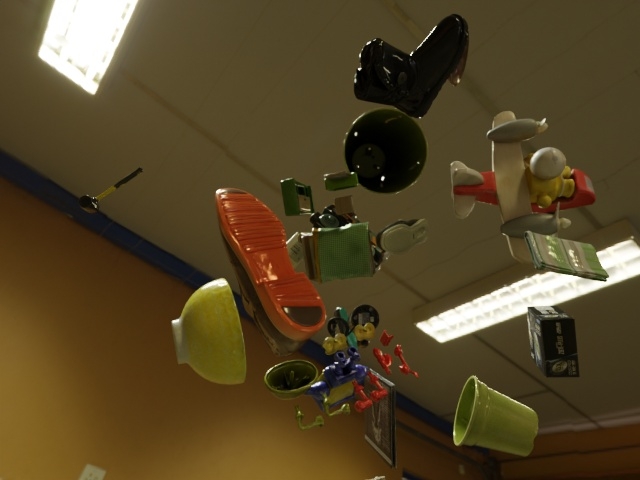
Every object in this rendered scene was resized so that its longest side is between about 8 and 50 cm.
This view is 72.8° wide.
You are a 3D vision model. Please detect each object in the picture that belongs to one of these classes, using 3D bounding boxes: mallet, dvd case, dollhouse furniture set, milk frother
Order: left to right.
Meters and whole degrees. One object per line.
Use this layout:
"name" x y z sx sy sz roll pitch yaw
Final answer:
"mallet" -0.575 -0.141 1.207 0.039 0.190 0.062 50 -21 3
"dollhouse furniture set" 0.027 -0.028 1.205 0.198 0.151 0.301 -9 -91 15
"milk frother" 0.097 0.260 1.352 0.143 0.129 0.134 19 -16 3
"dvd case" 0.163 0.483 1.202 0.018 0.221 0.164 -1 1 -20

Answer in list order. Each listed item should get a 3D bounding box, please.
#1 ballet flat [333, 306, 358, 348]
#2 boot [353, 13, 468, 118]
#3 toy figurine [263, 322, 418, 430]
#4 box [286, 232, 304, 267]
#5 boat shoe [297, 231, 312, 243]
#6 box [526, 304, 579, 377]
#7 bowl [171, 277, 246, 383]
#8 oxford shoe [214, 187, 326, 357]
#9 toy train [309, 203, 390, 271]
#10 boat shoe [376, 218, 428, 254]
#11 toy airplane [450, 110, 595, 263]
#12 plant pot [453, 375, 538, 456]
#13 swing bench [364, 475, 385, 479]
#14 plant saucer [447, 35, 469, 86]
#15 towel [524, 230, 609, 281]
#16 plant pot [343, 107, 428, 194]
"ballet flat" 0.107 0.390 1.907 0.074 0.074 0.203 -23 -95 32
"boot" 0.197 -0.405 0.961 0.207 0.094 0.246 6 -60 -39
"toy figurine" 0.035 0.379 1.072 0.363 0.191 0.217 -15 -42 -33
"box" -0.132 0.075 1.892 0.094 0.113 0.275 43 -28 1
"boat shoe" 0.000 0.000 1.759 0.178 0.060 0.064 -1 -70 -24
"box" 0.603 0.258 1.137 0.078 0.180 0.147 -5 -89 15
"bowl" -0.312 0.257 1.170 0.156 0.289 0.289 -9 -37 -22
"oxford shoe" -0.128 0.051 0.824 0.130 0.363 0.132 -2 -39 -38
"toy train" 0.116 -0.011 1.679 0.334 0.190 0.142 40 -47 17
"boat shoe" 0.211 -0.014 1.183 0.079 0.233 0.083 9 -74 37
"toy airplane" 0.566 -0.174 1.238 0.386 0.384 0.272 49 -22 13
"plant pot" 0.689 0.708 1.701 0.254 0.276 0.276 17 -41 11
"swing bench" 0.126 0.951 1.530 0.254 0.255 0.165 -8 -86 -6
"plant saucer" 0.413 -0.558 1.321 0.029 0.168 0.168 16 -38 28
"towel" 0.518 0.029 0.918 0.152 0.113 0.023 10 -46 -1
"plant pot" 0.198 -0.295 1.523 0.275 0.293 0.274 0 -85 -4
